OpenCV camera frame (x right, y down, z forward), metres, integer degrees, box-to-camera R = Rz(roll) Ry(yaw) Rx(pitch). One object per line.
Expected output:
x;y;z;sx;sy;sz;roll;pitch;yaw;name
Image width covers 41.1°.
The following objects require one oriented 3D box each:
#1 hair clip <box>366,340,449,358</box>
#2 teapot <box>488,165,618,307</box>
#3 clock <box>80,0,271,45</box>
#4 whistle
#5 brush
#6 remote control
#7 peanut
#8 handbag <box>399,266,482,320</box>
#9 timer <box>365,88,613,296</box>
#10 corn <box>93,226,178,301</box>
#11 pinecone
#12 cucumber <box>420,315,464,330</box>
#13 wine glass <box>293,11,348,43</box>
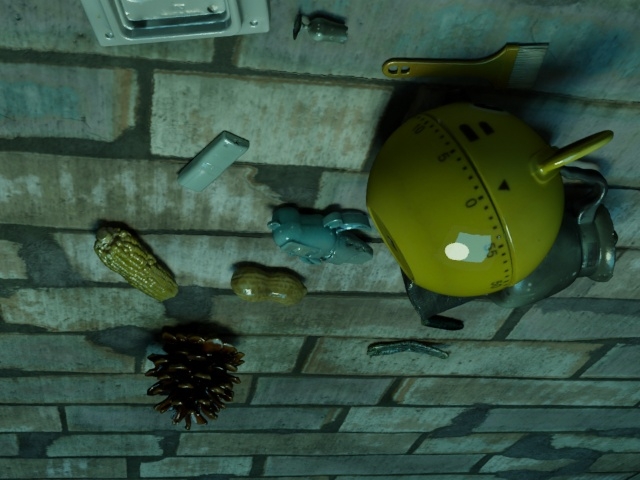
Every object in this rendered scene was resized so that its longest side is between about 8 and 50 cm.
0.241;0.304;2.358;0.229;0.036;0.066;3;143;-1;hair clip
0.479;-0.025;1.757;0.285;0.305;0.223;-8;-169;-8;teapot
-0.206;-0.356;1.165;0.262;0.116;0.231;-4;149;1;clock
0.000;0.000;1.792;0.274;0.093;0.186;19;141;-37;whistle
0.238;-0.288;1.425;0.272;0.013;0.103;-1;148;-4;brush
-0.201;-0.142;1.589;0.061;0.029;0.162;19;141;-35;remote control
-0.118;0.108;1.955;0.193;0.089;0.089;12;145;-24;peanut
0.284;0.091;1.991;0.175;0.088;0.270;-19;146;8;handbag
0.282;-0.093;1.477;0.387;0.376;0.376;-29;147;-4;timer
-0.391;0.055;1.837;0.086;0.086;0.288;-13;150;14;corn
-0.327;0.350;2.166;0.264;0.264;0.264;-3;148;-2;pinecone
0.323;0.218;2.235;0.133;0.032;0.032;13;144;-29;cucumber
0.000;-0.322;1.315;0.083;0.042;0.039;7;176;-22;wine glass
